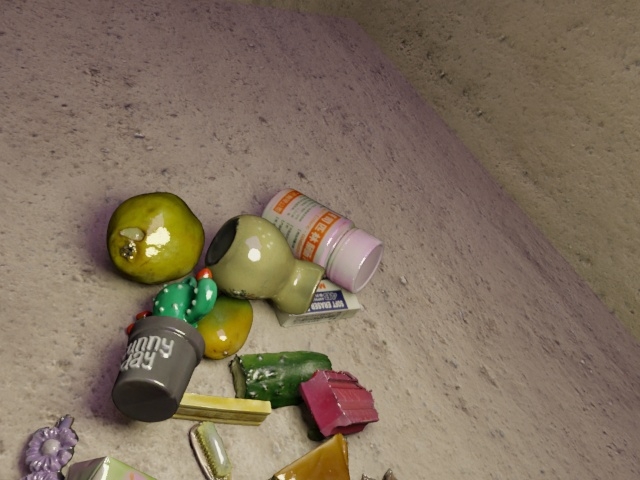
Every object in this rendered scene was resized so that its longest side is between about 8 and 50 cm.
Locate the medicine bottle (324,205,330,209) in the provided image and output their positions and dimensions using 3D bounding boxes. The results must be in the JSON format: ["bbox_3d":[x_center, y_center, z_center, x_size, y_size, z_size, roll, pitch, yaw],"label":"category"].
[{"bbox_3d":[0.064,0.003,1.827,0.250,0.133,0.133,48,44,13],"label":"medicine bottle"}]

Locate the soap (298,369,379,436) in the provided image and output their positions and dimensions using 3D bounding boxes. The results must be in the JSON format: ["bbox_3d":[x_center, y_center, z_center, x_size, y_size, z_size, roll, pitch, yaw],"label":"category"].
[{"bbox_3d":[0.067,0.445,1.372,0.250,0.099,0.162,28,23,-54],"label":"soap"}]

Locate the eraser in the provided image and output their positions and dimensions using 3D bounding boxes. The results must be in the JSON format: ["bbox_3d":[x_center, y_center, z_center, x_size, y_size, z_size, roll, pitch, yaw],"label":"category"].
[{"bbox_3d":[-0.014,0.199,1.638,0.279,0.081,0.124,-2,54,-33],"label":"eraser"}]

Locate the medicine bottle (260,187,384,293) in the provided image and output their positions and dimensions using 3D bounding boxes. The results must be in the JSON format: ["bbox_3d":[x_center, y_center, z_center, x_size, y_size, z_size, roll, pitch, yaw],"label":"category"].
[{"bbox_3d":[0.000,0.000,1.660,0.388,0.219,0.219,31,40,20],"label":"medicine bottle"}]

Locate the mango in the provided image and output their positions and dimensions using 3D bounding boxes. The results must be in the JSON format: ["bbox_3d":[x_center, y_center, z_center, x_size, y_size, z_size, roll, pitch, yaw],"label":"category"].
[{"bbox_3d":[-0.272,0.235,1.429,0.156,0.114,0.251,15,27,6],"label":"mango"}]

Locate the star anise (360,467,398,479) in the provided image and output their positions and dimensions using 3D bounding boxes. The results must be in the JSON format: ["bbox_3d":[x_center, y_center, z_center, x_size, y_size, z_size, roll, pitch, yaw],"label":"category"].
[{"bbox_3d":[0.166,0.699,1.305,0.212,0.073,0.197,-25,71,-46],"label":"star anise"}]

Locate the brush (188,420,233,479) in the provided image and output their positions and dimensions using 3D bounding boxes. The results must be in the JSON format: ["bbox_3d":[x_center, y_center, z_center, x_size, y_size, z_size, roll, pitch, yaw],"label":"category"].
[{"bbox_3d":[-0.224,0.572,1.188,0.072,0.067,0.313,-12,61,-39],"label":"brush"}]

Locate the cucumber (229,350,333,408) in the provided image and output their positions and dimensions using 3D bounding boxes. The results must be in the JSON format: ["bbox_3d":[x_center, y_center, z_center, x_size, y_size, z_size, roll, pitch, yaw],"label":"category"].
[{"bbox_3d":[-0.084,0.385,1.417,0.325,0.105,0.145,5,49,-32],"label":"cucumber"}]

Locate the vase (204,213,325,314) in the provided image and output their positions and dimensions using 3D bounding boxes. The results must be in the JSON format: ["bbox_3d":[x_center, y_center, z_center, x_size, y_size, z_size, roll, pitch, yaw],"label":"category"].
[{"bbox_3d":[-0.190,0.077,1.486,0.302,0.329,0.241,33,70,-29],"label":"vase"}]

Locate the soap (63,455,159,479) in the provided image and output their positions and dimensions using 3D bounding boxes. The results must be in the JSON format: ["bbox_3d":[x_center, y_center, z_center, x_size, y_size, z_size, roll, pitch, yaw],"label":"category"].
[{"bbox_3d":[-0.416,0.554,0.986,0.199,0.138,0.182,44,35,-29],"label":"soap"}]

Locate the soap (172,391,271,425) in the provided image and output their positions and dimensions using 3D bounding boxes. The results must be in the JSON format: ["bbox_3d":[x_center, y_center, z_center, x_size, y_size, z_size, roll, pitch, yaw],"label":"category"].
[{"bbox_3d":[-0.258,0.430,1.270,0.252,0.092,0.037,13,44,-22],"label":"soap"}]

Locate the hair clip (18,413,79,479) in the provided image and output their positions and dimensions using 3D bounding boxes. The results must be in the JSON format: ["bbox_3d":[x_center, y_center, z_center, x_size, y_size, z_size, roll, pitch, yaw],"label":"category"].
[{"bbox_3d":[-0.573,0.492,1.033,0.106,0.085,0.292,0,45,-1],"label":"hair clip"}]

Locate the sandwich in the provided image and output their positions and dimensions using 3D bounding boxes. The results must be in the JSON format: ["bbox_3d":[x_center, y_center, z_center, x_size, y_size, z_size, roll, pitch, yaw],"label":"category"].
[{"bbox_3d":[-0.045,0.588,1.212,0.198,0.155,0.227,17,45,-18],"label":"sandwich"}]

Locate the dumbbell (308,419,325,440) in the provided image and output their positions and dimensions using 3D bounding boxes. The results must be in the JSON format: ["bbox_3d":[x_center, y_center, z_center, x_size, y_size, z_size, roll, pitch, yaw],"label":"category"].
[{"bbox_3d":[-0.006,0.496,1.396,0.046,0.052,0.118,-8,44,15],"label":"dumbbell"}]

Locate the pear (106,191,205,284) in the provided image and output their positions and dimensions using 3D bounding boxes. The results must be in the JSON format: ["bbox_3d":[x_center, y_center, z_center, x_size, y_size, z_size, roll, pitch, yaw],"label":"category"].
[{"bbox_3d":[-0.465,-0.007,1.428,0.269,0.269,0.321,31,24,-4],"label":"pear"}]

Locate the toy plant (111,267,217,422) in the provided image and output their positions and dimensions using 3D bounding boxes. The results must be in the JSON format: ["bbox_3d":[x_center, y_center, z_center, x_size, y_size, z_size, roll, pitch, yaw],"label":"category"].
[{"bbox_3d":[-0.369,0.232,1.239,0.185,0.279,0.400,29,30,-18],"label":"toy plant"}]
